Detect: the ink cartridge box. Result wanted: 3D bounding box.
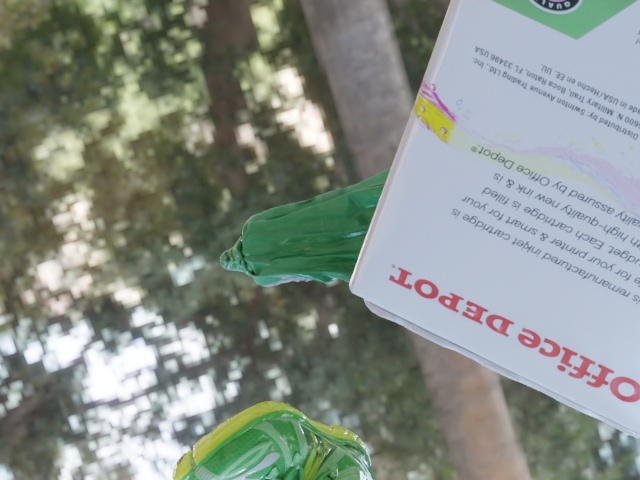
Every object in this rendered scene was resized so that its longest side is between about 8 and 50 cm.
[{"bbox_3d":[0.158,-0.056,0.896,0.201,0.278,0.117,26,-142,9],"label":"ink cartridge box"}]

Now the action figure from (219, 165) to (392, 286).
[{"bbox_3d":[0.000,0.000,1.763,0.232,0.137,0.063,-10,169,16],"label":"action figure"}]

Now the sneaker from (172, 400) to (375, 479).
[{"bbox_3d":[-0.025,0.238,1.625,0.109,0.123,0.295,-43,147,21],"label":"sneaker"}]
